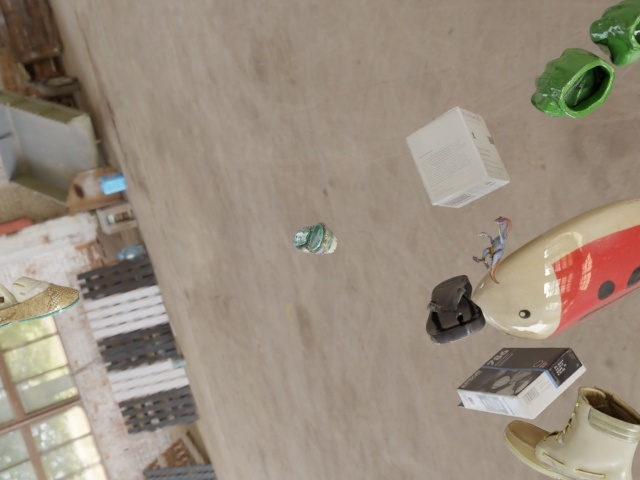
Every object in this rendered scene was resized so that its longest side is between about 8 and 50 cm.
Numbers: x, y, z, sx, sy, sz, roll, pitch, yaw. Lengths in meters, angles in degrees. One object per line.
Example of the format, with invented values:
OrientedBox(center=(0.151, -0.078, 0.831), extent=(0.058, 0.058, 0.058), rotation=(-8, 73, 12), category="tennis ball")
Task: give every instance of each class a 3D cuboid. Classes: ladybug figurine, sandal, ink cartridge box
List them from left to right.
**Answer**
OrientedBox(center=(0.218, 0.108, 1.174), extent=(0.055, 0.097, 0.254), rotation=(63, -169, -11), category="sandal")
OrientedBox(center=(0.414, 0.306, 1.510), extent=(0.065, 0.165, 0.332), rotation=(54, 161, -1), category="ink cartridge box")
OrientedBox(center=(0.513, 0.066, 1.369), extent=(0.162, 0.449, 0.305), rotation=(59, 162, 22), category="ladybug figurine")

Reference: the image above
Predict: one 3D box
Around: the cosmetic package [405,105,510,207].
OrientedBox(center=(0.323, -0.191, 1.618), extent=(0.151, 0.151, 0.184), rotation=(-28, 75, 31), category="cosmetic package")

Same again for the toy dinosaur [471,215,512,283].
OrientedBox(center=(0.275, 0.006, 1.078), extent=(0.047, 0.082, 0.090), rotation=(27, 156, 53), category="toy dinosaur")

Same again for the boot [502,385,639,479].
OrientedBox(center=(0.386, 0.293, 1.061), extent=(0.213, 0.077, 0.165), rotation=(24, 123, 44), category="boot")

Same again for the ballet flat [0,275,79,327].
OrientedBox(center=(-0.474, 0.095, 1.067), extent=(0.073, 0.206, 0.067), rotation=(-75, -34, -66), category="ballet flat")

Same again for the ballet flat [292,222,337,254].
OrientedBox(center=(0.000, 0.000, 1.407), extent=(0.188, 0.070, 0.070), rotation=(-167, 61, -72), category="ballet flat")

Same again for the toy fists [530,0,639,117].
OrientedBox(center=(0.489, -0.319, 1.184), extent=(0.096, 0.279, 0.142), rotation=(41, -169, -22), category="toy fists")
